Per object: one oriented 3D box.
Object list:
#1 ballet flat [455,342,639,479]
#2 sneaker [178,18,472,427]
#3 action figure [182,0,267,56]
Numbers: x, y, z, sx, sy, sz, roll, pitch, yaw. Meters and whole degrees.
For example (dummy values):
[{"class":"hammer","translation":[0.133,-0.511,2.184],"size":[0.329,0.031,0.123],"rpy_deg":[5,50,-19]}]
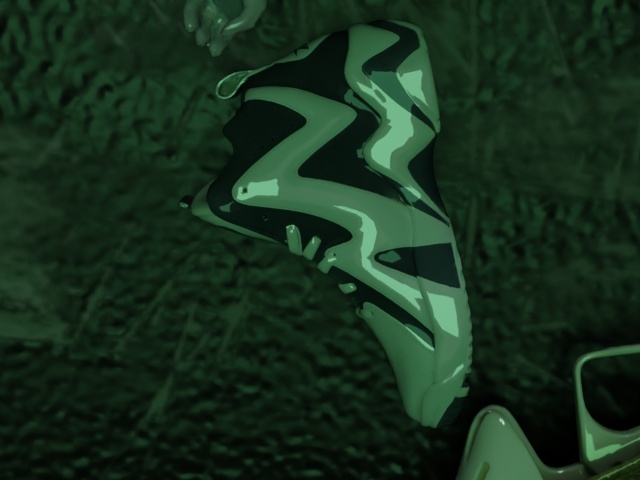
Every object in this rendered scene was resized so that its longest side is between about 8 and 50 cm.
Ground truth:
[{"class":"ballet flat","translation":[0.170,0.136,0.590],"size":[0.342,0.116,0.124],"rpy_deg":[-29,81,6]},{"class":"sneaker","translation":[0.000,0.000,0.559],"size":[0.153,0.094,0.235],"rpy_deg":[-9,103,4]},{"class":"action figure","translation":[0.017,-0.267,0.458],"size":[0.248,0.276,0.370],"rpy_deg":[-12,141,32]}]
